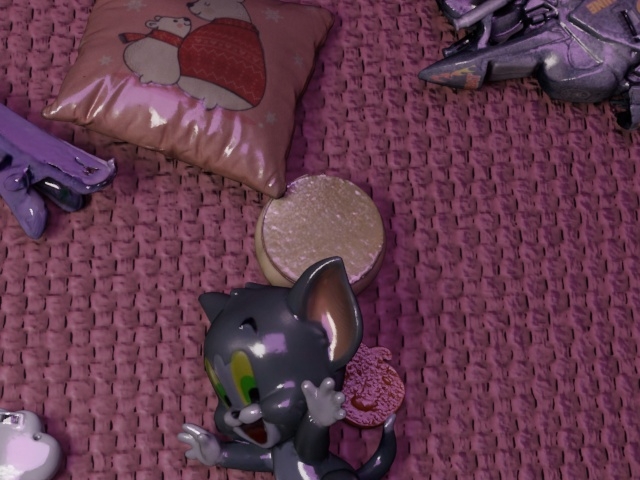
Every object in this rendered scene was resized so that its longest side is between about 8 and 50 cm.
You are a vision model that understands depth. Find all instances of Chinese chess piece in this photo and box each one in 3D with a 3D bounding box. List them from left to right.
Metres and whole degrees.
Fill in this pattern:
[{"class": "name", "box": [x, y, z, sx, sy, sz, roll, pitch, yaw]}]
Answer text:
[{"class": "Chinese chess piece", "box": [0.000, 0.000, 1.319, 0.122, 0.051, 0.122, 1, 69, -4]}]

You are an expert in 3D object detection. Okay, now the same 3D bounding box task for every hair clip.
[{"class": "hair clip", "box": [-0.315, -0.101, 1.293, 0.278, 0.090, 0.137, 36, 43, 7]}]

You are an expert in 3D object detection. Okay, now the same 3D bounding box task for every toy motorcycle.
[{"class": "toy motorcycle", "box": [0.251, -0.197, 1.381, 0.307, 0.108, 0.173, 7, 76, 0]}]

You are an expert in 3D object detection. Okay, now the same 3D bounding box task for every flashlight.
[{"class": "flashlight", "box": [-0.273, 0.242, 1.214, 0.093, 0.047, 0.200, 5, 73, 3]}]

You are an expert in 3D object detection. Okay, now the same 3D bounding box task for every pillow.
[{"class": "pillow", "box": [-0.117, -0.159, 1.332, 0.236, 0.084, 0.223, 15, 57, -6]}]

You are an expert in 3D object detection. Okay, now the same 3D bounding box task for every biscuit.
[{"class": "biscuit", "box": [0.034, 0.125, 1.296, 0.091, 0.015, 0.078, 43, 71, 9]}]

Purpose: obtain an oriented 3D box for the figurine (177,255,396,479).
[{"class": "figurine", "box": [-0.007, 0.149, 1.212, 0.265, 0.193, 0.140, 52, 51, -6]}]
